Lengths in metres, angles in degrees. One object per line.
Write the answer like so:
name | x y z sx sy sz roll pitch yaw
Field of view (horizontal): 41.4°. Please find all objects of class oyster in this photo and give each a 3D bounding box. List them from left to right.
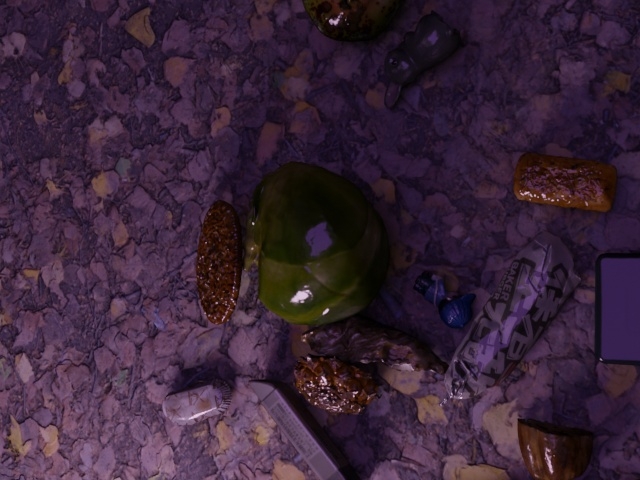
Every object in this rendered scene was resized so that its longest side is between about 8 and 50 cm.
oyster | 0.118 0.232 1.907 0.341 0.166 0.110 15 94 34

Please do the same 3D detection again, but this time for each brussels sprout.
brussels sprout | 0.000 0.000 1.899 0.315 0.276 0.371 -26 64 37

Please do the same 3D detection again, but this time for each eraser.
eraser | -0.035 0.447 1.973 0.061 0.089 0.352 -43 71 10

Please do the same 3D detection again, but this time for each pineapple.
pineapple | 0.029 0.331 1.892 0.225 0.224 0.076 6 57 23

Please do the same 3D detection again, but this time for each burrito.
burrito | 0.398 0.189 1.812 0.139 0.101 0.445 34 96 10

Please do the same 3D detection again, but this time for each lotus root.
lotus root | 0.486 0.440 1.761 0.159 0.095 0.135 -8 86 27

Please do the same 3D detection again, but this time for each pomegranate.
pomegranate | 0.064 -0.571 1.915 0.222 0.276 0.204 -31 71 9

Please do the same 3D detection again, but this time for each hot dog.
hot dog | -0.305 0.401 2.108 0.192 0.053 0.099 -22 79 16

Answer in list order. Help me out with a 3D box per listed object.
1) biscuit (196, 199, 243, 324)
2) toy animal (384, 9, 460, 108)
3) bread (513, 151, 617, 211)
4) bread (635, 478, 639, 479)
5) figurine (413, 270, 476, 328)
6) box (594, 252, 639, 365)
biscuit | -0.247 0.052 2.018 0.305 0.038 0.305 -178 90 -66
toy animal | 0.209 -0.414 1.927 0.236 0.138 0.108 -42 106 10
bread | 0.519 -0.124 1.799 0.211 0.083 0.113 9 85 21
bread | 0.709 0.630 1.656 0.124 0.084 0.344 -29 76 18
figurine | 0.275 0.129 1.882 0.149 0.087 0.086 37 137 21
box | 0.647 0.140 1.740 0.160 0.050 0.230 0 86 22
